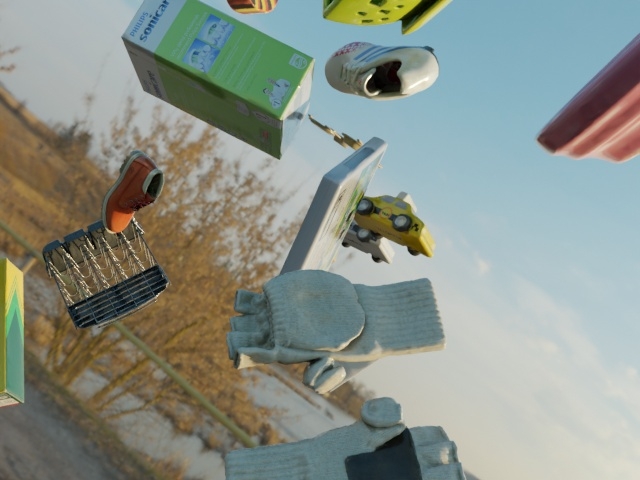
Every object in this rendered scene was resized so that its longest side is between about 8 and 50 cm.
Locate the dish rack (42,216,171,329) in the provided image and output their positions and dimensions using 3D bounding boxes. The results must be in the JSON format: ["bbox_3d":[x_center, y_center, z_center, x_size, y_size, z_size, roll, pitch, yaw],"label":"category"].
[{"bbox_3d":[-0.411,0.063,1.431,0.271,0.208,0.074,50,-20,39],"label":"dish rack"}]

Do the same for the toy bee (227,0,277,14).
[{"bbox_3d":[-0.080,-0.544,1.448,0.195,0.298,0.162,28,-10,34],"label":"toy bee"}]

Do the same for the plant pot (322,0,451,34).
[{"bbox_3d":[0.144,-0.522,1.351,0.207,0.228,0.227,12,-17,-22],"label":"plant pot"}]

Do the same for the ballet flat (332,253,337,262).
[{"bbox_3d":[0.010,-0.022,2.140,0.232,0.080,0.073,-93,163,-48],"label":"ballet flat"}]

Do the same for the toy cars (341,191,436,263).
[{"bbox_3d":[0.120,-0.036,1.527,0.176,0.087,0.394,39,-14,-10],"label":"toy cars"}]

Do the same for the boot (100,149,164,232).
[{"bbox_3d":[-0.331,-0.073,1.310,0.085,0.157,0.059,34,14,31],"label":"boot"}]

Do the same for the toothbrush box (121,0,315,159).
[{"bbox_3d":[-0.163,-0.274,1.236,0.283,0.122,0.206,26,-12,3],"label":"toothbrush box"}]

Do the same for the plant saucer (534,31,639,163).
[{"bbox_3d":[0.358,-0.190,0.720,0.084,0.332,0.332,47,-8,5],"label":"plant saucer"}]

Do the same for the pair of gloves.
[{"bbox_3d":[0.019,0.133,0.646,0.204,0.240,0.042,2,-29,-7],"label":"pair of gloves"}]

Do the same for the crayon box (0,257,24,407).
[{"bbox_3d":[-0.842,0.226,1.615,0.106,0.363,0.313,83,-4,-63],"label":"crayon box"}]

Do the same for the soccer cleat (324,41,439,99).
[{"bbox_3d":[0.099,-0.361,1.596,0.331,0.143,0.116,9,-54,48],"label":"soccer cleat"}]

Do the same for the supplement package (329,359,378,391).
[{"bbox_3d":[0.063,0.240,1.684,0.105,0.179,0.105,56,2,-7],"label":"supplement package"}]

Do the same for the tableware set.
[{"bbox_3d":[0.053,-0.202,1.503,0.169,0.020,0.141,36,3,30],"label":"tableware set"}]

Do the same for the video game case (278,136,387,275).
[{"bbox_3d":[0.000,0.000,1.251,0.036,0.329,0.300,28,25,8],"label":"video game case"}]
